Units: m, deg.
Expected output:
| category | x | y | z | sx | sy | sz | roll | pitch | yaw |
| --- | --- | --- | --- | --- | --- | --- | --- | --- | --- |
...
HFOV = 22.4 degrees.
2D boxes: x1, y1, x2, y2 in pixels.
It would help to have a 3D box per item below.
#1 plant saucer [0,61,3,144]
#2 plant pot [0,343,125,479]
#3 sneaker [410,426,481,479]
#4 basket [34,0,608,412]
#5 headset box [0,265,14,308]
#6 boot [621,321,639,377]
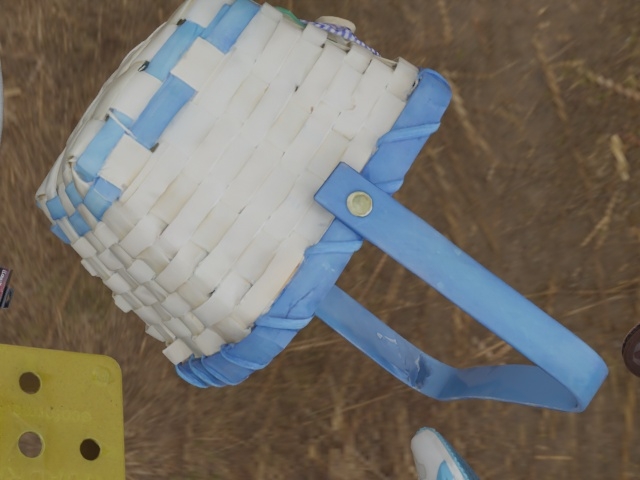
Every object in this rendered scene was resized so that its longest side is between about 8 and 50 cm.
| category | x | y | z | sx | sy | sz | roll | pitch | yaw |
| --- | --- | --- | --- | --- | --- | --- | --- | --- | --- |
| plant saucer | -0.426 | -0.098 | 1.140 | 0.401 | 0.100 | 0.400 | -1 | 93 | -10 |
| plant pot | -0.245 | 0.171 | 1.170 | 0.212 | 0.187 | 0.212 | 10 | 63 | -31 |
| sneaker | 0.122 | 0.274 | 1.501 | 0.092 | 0.087 | 0.228 | -32 | 49 | 11 |
| basket | 0.000 | 0.000 | 0.890 | 0.289 | 0.255 | 0.201 | 41 | 74 | -11 |
| headset box | -0.365 | 0.049 | 1.700 | 0.083 | 0.032 | 0.062 | 17 | 87 | -5 |
| boot | 0.370 | 0.130 | 1.546 | 0.207 | 0.248 | 0.090 | -34 | 111 | -50 |
